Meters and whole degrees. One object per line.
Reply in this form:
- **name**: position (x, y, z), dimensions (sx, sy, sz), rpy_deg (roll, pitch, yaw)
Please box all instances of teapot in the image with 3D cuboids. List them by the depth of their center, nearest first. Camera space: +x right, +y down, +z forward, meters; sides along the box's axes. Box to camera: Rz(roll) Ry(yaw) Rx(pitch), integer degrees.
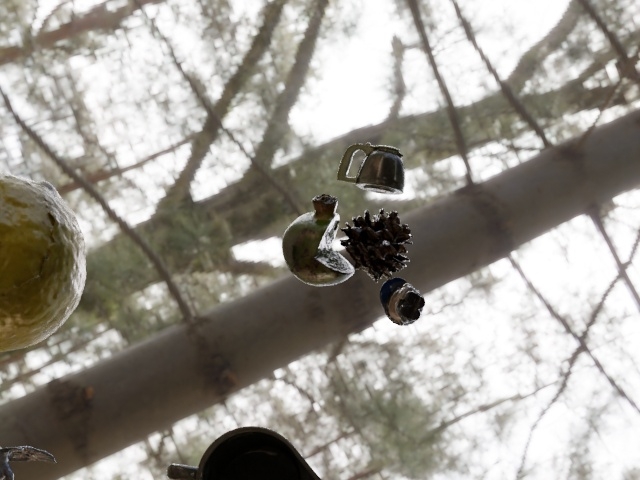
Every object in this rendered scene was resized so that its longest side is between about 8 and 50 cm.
- **teapot**: position (0.105, -0.139, 1.922), dimensions (0.092, 0.124, 0.091), rpy_deg (165, -63, -73)

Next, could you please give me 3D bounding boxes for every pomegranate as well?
- **pomegranate**: position (-0.012, 0.004, 1.861), dimensions (0.143, 0.122, 0.169), rpy_deg (-51, 129, -60)

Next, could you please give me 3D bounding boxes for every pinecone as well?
- **pinecone**: position (0.103, 0.004, 1.824), dimensions (0.140, 0.121, 0.140), rpy_deg (49, -7, 8)

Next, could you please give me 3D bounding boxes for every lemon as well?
- **lemon**: position (-0.621, 0.047, 1.946), dimensions (0.350, 0.350, 0.387), rpy_deg (60, -22, 21)

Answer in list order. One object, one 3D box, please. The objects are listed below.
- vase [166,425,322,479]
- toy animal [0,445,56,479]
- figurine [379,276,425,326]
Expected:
- **vase**: position (-0.102, 0.371, 1.564), dimensions (0.301, 0.251, 0.156), rpy_deg (71, 25, -75)
- **toy animal**: position (-0.702, 0.466, 2.149), dimensions (0.255, 0.239, 0.176), rpy_deg (-46, -127, 30)
- **figurine**: position (0.157, 0.113, 1.840), dimensions (0.149, 0.087, 0.086), rpy_deg (171, -63, -80)
